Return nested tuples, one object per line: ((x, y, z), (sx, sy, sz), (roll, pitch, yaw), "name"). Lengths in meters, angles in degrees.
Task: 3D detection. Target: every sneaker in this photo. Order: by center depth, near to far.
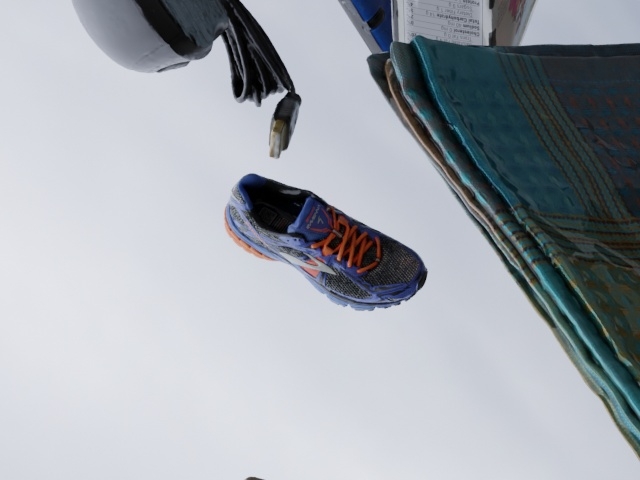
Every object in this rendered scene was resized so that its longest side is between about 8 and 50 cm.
((0.000, 0.000, 1.806), (0.221, 0.083, 0.087), (21, 157, 14), "sneaker")

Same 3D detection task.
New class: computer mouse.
((-0.081, -0.115, 1.085), (0.184, 0.060, 0.262), (59, -168, -14), "computer mouse")

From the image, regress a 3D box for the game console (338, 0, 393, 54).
((0.015, -0.316, 1.765), (0.250, 0.173, 0.293), (55, -134, -35), "game console")

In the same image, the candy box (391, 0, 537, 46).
((0.097, -0.213, 1.149), (0.233, 0.071, 0.159), (85, -157, -51), "candy box")

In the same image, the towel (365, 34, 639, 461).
((0.214, 0.025, 0.994), (0.271, 0.040, 0.370), (-4, -130, -41), "towel")

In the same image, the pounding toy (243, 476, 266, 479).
((-0.036, 0.225, 1.238), (0.269, 0.155, 0.154), (2, -131, -49), "pounding toy")
